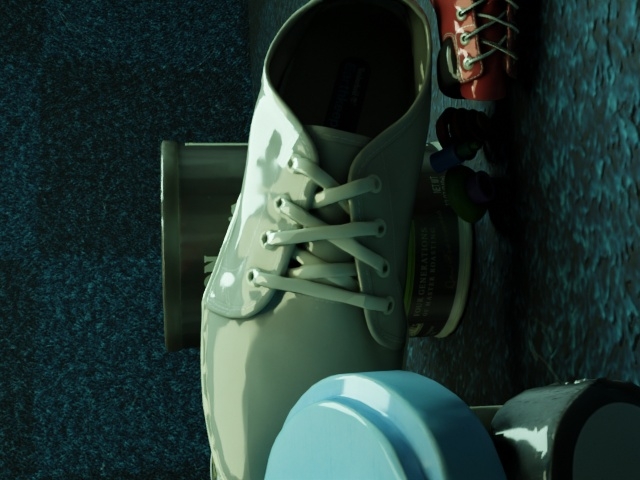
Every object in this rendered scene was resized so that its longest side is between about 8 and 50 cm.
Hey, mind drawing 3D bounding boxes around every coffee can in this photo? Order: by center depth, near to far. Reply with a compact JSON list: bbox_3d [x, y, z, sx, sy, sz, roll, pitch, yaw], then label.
[{"bbox_3d":[-0.015,0.002,0.777,0.201,0.275,0.201,178,90,-80],"label":"coffee can"}]

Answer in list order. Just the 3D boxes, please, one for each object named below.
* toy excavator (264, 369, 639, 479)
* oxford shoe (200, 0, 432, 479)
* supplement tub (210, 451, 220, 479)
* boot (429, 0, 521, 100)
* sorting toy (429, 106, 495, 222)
[{"bbox_3d":[-0.040,0.282,0.357,0.222,0.445,0.432,-28,64,58],"label":"toy excavator"},{"bbox_3d":[0.000,0.000,0.603,0.130,0.169,0.449,107,173,-80],"label":"oxford shoe"},{"bbox_3d":[-0.021,0.284,0.980,0.316,0.228,0.228,130,138,-74],"label":"supplement tub"},{"bbox_3d":[0.122,-0.200,0.543,0.244,0.088,0.176,96,170,-75],"label":"boot"},{"bbox_3d":[0.125,-0.068,0.651,0.042,0.061,0.102,-23,72,42],"label":"sorting toy"}]
